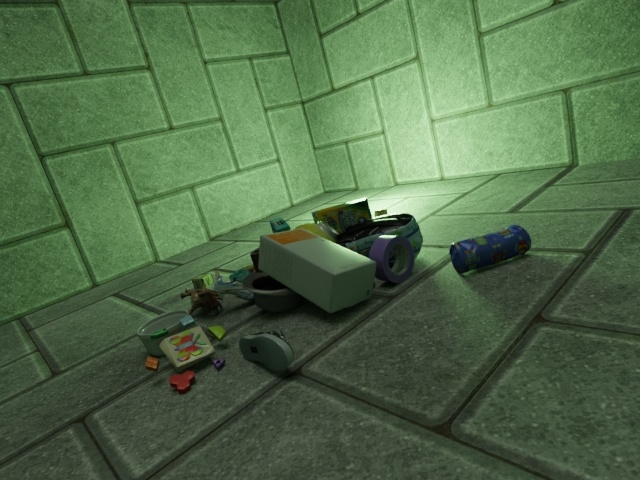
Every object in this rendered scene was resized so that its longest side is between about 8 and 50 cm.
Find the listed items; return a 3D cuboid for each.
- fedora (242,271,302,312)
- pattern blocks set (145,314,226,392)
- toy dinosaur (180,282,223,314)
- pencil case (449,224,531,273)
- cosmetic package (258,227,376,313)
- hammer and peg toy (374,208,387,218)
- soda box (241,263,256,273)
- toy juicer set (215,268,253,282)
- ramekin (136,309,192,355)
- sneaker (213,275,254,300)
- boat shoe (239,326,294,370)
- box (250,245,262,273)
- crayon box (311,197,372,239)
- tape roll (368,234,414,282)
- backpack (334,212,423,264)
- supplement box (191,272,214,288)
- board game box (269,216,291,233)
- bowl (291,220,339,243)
[{"bbox_3d":[-0.184,0.221,1.723,0.275,0.125,0.244,-3,16,-4],"label":"fedora"},{"bbox_3d":[-0.465,0.375,1.439,0.324,0.026,0.285,21,35,36],"label":"pattern blocks set"},{"bbox_3d":[-0.536,0.272,1.934,0.200,0.127,0.296,-15,10,4],"label":"toy dinosaur"},{"bbox_3d":[0.648,0.028,1.588,0.305,0.120,0.133,-17,43,-7],"label":"pencil case"},{"bbox_3d":[-0.027,0.100,1.635,0.230,0.162,0.453,-12,27,-42],"label":"cosmetic package"},{"bbox_3d":[0.285,-0.111,2.380,0.265,0.128,0.361,-6,4,21],"label":"hammer and peg toy"},{"bbox_3d":[-0.342,0.160,2.271,0.181,0.062,0.058,-16,14,0],"label":"soda box"},{"bbox_3d":[-0.413,0.222,2.101,0.328,0.090,0.209,-9,33,15],"label":"toy juicer set"},{"bbox_3d":[-0.614,0.372,1.652,0.207,0.109,0.207,-14,14,4],"label":"ramekin"},{"bbox_3d":[-0.361,0.217,1.859,0.237,0.086,0.085,17,-2,-25],"label":"sneaker"},{"bbox_3d":[-0.150,0.336,1.300,0.104,0.113,0.306,-18,-3,-34],"label":"boat shoe"},{"bbox_3d":[-0.210,0.117,2.002,0.166,0.203,0.168,-10,15,22],"label":"box"},{"bbox_3d":[0.114,-0.084,2.171,0.322,0.203,0.083,-13,14,21],"label":"crayon box"},{"bbox_3d":[0.290,0.073,1.665,0.188,0.189,0.080,-25,18,-34],"label":"tape roll"},{"bbox_3d":[0.292,-0.004,1.907,0.355,0.274,0.290,-31,3,29],"label":"backpack"},{"bbox_3d":[-0.674,0.232,2.358,0.083,0.056,0.083,-8,16,28],"label":"supplement box"},{"bbox_3d":[-0.192,0.023,2.242,0.079,0.254,0.336,-17,14,-9],"label":"board game box"},{"bbox_3d":[0.000,0.000,1.988,0.156,0.289,0.289,-53,10,10],"label":"bowl"}]
